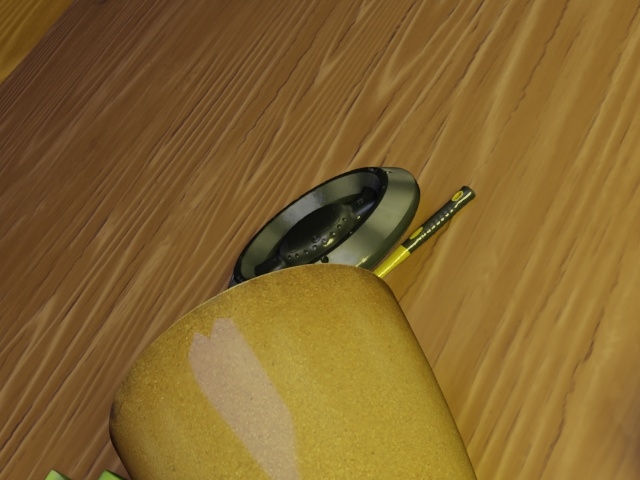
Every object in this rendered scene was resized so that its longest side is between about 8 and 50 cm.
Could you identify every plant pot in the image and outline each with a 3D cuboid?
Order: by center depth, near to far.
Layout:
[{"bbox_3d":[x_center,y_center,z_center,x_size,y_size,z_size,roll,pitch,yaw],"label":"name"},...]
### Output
[{"bbox_3d":[0.013,0.184,0.496,0.237,0.237,0.254,-39,52,4],"label":"plant pot"}]

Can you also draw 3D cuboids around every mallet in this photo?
[{"bbox_3d":[0.073,0.011,0.744,0.190,0.039,0.062,-46,35,-12],"label":"mallet"}]

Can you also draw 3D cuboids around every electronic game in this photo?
[{"bbox_3d":[0.000,0.000,0.771,0.229,0.048,0.229,-30,23,14],"label":"electronic game"}]

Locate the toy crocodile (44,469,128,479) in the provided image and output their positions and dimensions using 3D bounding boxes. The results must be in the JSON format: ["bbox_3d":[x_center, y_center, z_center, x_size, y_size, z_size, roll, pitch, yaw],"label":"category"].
[{"bbox_3d":[-0.173,0.278,0.641,0.340,0.105,0.115,14,64,47],"label":"toy crocodile"}]
